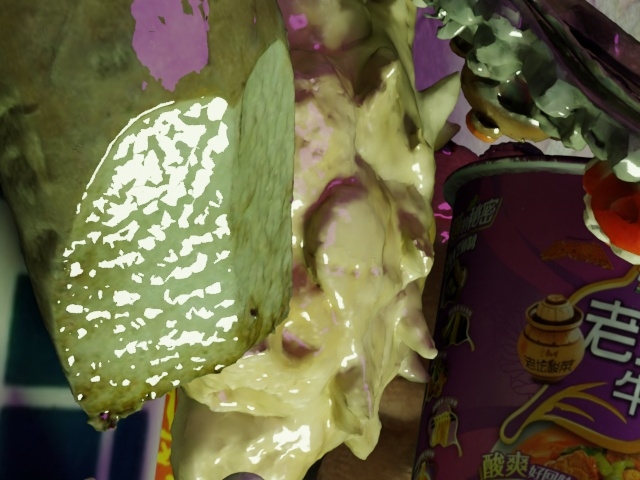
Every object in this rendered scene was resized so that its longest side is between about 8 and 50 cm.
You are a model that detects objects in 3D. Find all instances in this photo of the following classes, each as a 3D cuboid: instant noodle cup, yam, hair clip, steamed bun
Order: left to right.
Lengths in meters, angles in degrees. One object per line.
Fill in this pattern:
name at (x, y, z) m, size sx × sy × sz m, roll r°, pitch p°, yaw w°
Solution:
yam at (-0.062, -0.060, 0.464) m, size 0.106 × 0.106 × 0.259 m, roll -37°, pitch 121°, yaw -43°
steamed bun at (0.000, 0.000, 0.743) m, size 0.295 × 0.137 × 0.292 m, roll -91°, pitch -173°, yaw -72°
hair clip at (0.082, -0.100, 0.666) m, size 0.321 × 0.091 × 0.138 m, roll 50°, pitch 30°, yaw 12°
instant noodle cup at (0.162, 0.087, 0.796) m, size 0.251 × 0.251 × 0.190 m, roll 30°, pitch 72°, yaw -47°

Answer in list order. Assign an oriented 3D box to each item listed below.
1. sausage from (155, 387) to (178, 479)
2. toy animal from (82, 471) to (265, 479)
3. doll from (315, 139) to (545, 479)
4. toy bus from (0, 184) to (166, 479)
sausage at (-0.109, 0.066, 0.767) m, size 0.083 × 0.083 × 0.264 m, roll -19°, pitch 108°, yaw -48°
toy animal at (-0.065, 0.198, 0.524) m, size 0.103 × 0.131 × 0.221 m, roll 9°, pitch 59°, yaw -23°
doll at (0.086, 0.087, 0.969) m, size 0.156 × 0.201 × 0.303 m, roll 108°, pitch -11°, yaw -75°
toy bus at (-0.182, 0.023, 0.565) m, size 0.249 × 0.209 × 0.440 m, roll 11°, pitch 85°, yaw -52°
